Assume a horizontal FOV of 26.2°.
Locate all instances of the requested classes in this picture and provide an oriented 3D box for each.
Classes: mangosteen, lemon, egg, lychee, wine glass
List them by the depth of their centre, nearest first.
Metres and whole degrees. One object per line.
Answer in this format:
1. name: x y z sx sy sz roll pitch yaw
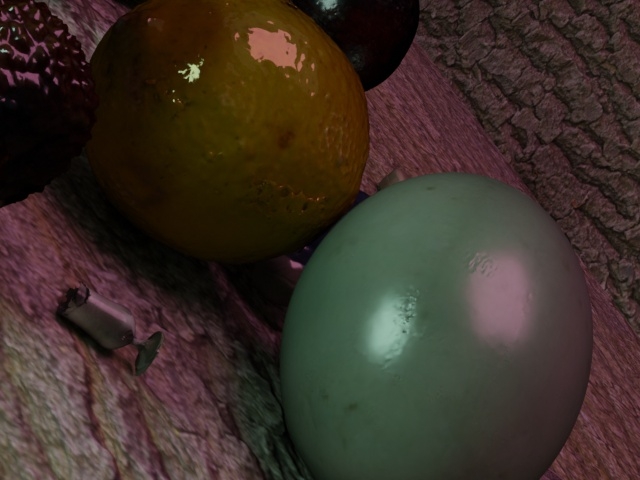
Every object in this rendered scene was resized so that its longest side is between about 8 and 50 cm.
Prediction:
1. lychee: -0.257 -0.110 0.993 0.188 0.188 0.188 43 15 -15
2. wine glass: -0.163 0.067 1.059 0.083 0.042 0.039 37 -20 -25
3. egg: 0.105 0.092 1.238 0.276 0.276 0.389 44 35 -12
4. lemon: -0.092 -0.110 1.275 0.310 0.258 0.258 37 17 -51
5. mangosteen: 0.012 -0.380 2.237 0.300 0.300 0.300 43 15 -15

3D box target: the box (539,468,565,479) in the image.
1. box: 0.194 0.275 1.442 0.265 0.048 0.273 39 16 -4

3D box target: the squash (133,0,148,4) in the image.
1. squash: -0.259 -0.358 1.839 0.071 0.080 0.318 11 -5 28

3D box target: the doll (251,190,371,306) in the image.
1. doll: 0.000 0.000 1.509 0.228 0.154 0.258 47 3 34

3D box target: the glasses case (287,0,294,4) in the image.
1. glasses case: -0.139 -0.379 2.097 0.085 0.137 0.354 29 22 -53

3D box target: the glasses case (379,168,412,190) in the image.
1. glasses case: 0.178 -0.040 2.278 0.196 0.050 0.083 41 18 -21

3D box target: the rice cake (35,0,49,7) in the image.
1. rice cake: -0.370 -0.274 1.333 0.256 0.057 0.052 30 39 -49
